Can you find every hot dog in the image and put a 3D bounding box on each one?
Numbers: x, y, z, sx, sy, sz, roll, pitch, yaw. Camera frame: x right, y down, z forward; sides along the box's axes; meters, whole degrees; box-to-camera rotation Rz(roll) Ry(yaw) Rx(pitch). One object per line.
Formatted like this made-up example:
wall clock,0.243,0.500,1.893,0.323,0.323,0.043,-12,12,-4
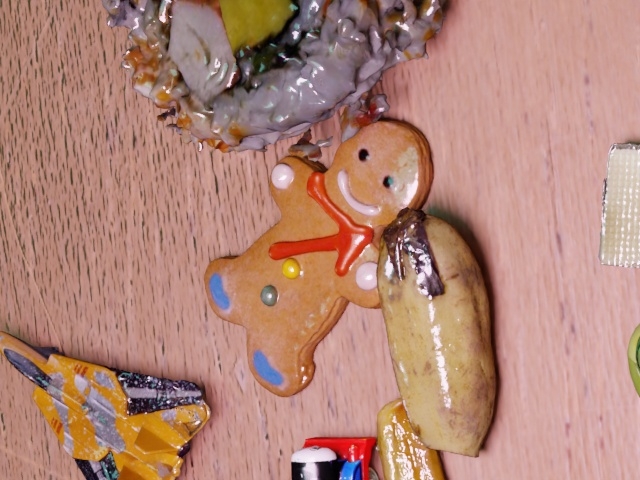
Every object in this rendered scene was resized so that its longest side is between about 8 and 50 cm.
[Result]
hot dog,0.101,0.269,1.899,0.066,0.047,0.216,-15,80,-4

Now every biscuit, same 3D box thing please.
biscuit,0.358,-0.028,1.731,0.199,0.040,0.121,7,96,35
biscuit,-0.001,0.000,1.973,0.324,0.049,0.205,-45,65,23

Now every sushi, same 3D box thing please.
sushi,-0.056,-0.277,1.931,0.417,0.176,0.417,0,89,34

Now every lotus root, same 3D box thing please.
lotus root,0.117,0.092,1.863,0.110,0.097,0.258,-7,93,36

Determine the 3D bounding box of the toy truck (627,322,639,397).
toy truck,0.382,0.142,1.661,0.187,0.148,0.211,-10,105,30

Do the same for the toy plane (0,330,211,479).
toy plane,-0.268,0.185,2.126,0.316,0.103,0.204,36,107,36

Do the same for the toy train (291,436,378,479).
toy train,0.007,0.308,1.911,0.082,0.131,0.204,-5,87,35
